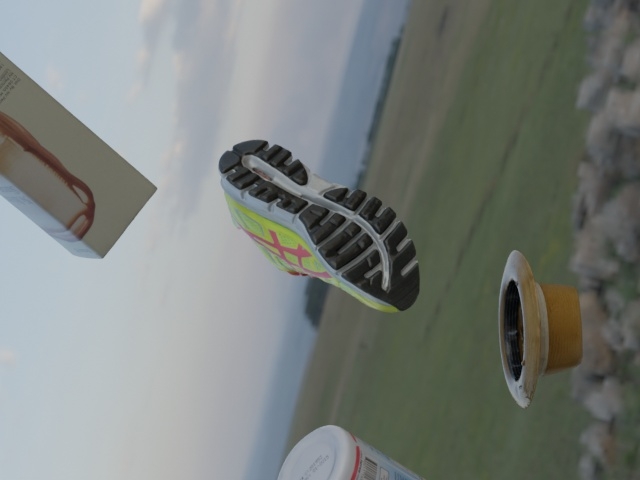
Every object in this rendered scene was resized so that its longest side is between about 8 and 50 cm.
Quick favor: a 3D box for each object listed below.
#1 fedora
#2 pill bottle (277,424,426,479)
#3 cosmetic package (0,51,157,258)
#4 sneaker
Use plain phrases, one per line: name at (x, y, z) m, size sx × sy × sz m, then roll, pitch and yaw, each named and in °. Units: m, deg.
fedora at (0.254, 0.100, 1.729) m, size 0.194 × 0.079 × 0.194 m, roll 178°, pitch 90°, yaw -87°
pill bottle at (0.047, 0.224, 1.259) m, size 0.087 × 0.160 × 0.087 m, roll -38°, pitch 32°, yaw 29°
cosmetic package at (-0.384, -0.115, 2.037) m, size 0.129 × 0.296 × 0.153 m, roll -54°, pitch 20°, yaw -15°
sneaker at (0.000, 0.000, 1.303) m, size 0.081 × 0.208 × 0.094 m, roll -37°, pitch -27°, yaw -31°
